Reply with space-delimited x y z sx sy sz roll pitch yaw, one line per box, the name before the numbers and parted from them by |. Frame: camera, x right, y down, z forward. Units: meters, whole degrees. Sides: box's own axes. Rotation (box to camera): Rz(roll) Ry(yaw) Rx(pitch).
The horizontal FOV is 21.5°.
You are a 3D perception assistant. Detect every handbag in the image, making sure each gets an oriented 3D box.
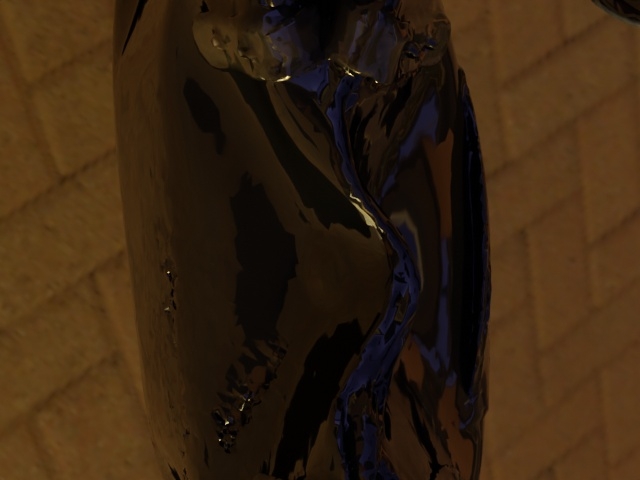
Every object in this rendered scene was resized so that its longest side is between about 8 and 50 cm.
handbag | 0.000 0.000 0.651 0.152 0.288 0.342 -7 100 -6

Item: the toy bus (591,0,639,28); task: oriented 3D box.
toy bus | 0.172 -0.201 0.358 0.203 0.233 0.427 -31 122 -28
